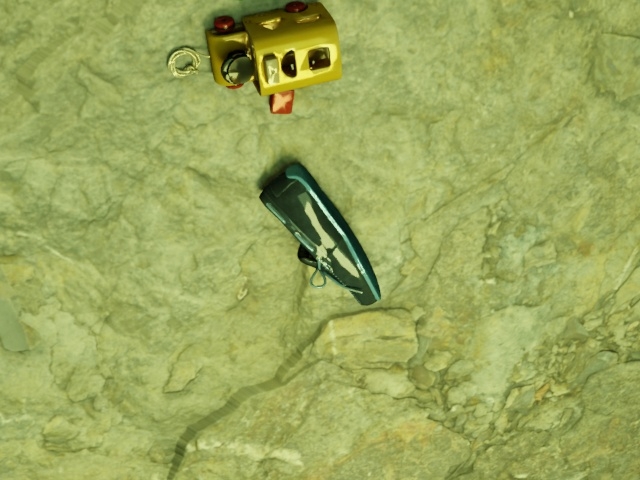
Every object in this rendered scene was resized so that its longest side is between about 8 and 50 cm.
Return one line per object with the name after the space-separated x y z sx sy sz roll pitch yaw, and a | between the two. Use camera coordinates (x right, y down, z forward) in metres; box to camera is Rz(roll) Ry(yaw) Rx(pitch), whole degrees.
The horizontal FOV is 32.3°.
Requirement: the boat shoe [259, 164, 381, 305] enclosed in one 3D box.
0.000 0.000 1.669 0.089 0.109 0.258 -30 110 11 | boat shoe

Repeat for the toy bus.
-0.069 -0.245 1.468 0.191 0.104 0.202 28 110 -31 | toy bus
